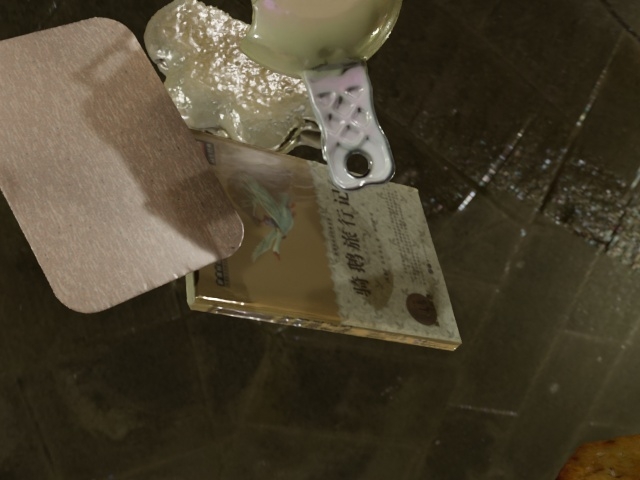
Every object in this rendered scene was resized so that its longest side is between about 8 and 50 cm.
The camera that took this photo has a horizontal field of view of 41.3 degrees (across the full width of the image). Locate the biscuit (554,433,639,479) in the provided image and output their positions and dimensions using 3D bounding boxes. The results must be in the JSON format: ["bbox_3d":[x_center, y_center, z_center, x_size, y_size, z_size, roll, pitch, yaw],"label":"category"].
[{"bbox_3d":[0.511,0.354,1.192,0.359,0.359,0.046,-7,99,-18],"label":"biscuit"}]

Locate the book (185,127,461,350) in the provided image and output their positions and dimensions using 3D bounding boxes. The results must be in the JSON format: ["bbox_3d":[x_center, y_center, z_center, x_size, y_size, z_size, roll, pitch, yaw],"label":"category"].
[{"bbox_3d":[0.000,0.000,0.891,0.310,0.217,0.021,12,140,-29],"label":"book"}]

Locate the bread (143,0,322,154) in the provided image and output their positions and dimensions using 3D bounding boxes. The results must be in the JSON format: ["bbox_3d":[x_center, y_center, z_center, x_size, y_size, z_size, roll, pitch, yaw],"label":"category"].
[{"bbox_3d":[-0.109,-0.215,1.204,0.337,0.102,0.183,25,68,9],"label":"bread"}]

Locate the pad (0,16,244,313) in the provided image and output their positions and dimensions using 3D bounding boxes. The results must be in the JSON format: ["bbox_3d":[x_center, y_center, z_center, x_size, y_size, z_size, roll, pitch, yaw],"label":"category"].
[{"bbox_3d":[-0.194,-0.076,0.741,0.176,0.266,0.002,-24,166,-29],"label":"pad"}]

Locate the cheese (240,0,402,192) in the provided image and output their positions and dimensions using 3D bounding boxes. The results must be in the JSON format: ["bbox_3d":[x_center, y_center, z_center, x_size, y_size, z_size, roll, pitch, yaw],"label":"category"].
[{"bbox_3d":[-0.001,-0.178,0.695,0.163,0.082,0.286,-11,81,-7],"label":"cheese"}]
